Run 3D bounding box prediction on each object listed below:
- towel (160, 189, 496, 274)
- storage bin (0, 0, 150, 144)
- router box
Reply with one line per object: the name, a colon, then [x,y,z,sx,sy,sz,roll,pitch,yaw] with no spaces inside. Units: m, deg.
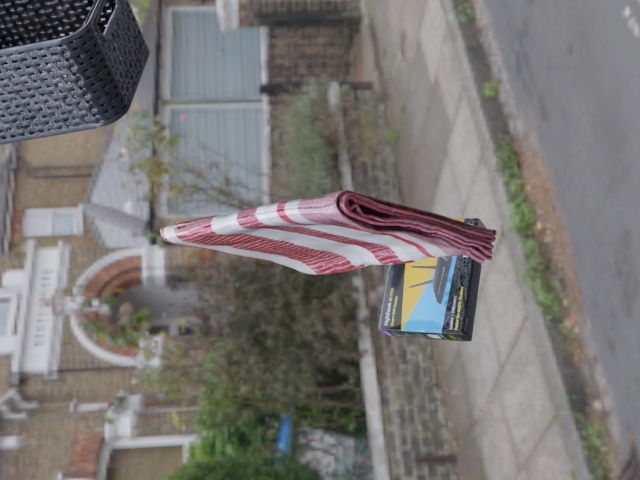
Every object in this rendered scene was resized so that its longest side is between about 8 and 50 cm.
towel: [0.000,0.000,1.076,0.329,0.237,0.037,-8,74,49]
storage bin: [-0.245,-0.149,0.778,0.122,0.180,0.084,-84,-18,-47]
router box: [0.167,0.056,1.405,0.046,0.133,0.179,39,-124,-55]
